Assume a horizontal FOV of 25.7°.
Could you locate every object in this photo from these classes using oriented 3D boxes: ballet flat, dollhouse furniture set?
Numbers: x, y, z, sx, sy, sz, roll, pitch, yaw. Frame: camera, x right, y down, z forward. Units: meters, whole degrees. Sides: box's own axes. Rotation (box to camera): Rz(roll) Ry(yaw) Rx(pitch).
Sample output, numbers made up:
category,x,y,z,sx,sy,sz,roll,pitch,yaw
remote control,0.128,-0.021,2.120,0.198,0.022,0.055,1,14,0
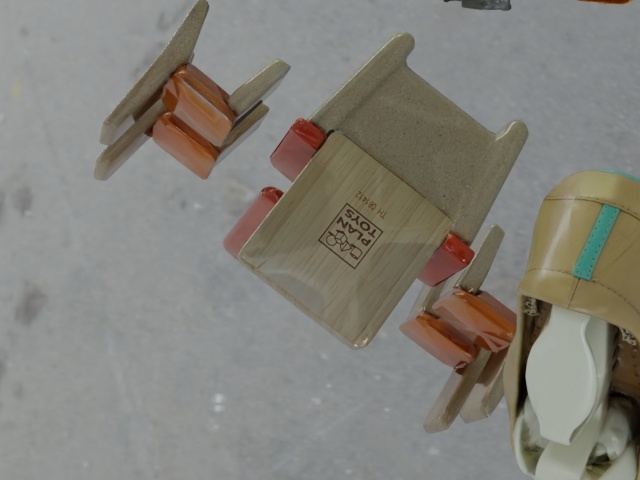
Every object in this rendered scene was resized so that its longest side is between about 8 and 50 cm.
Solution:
category,x,y,z,sx,sy,sz,roll,pitch,yaw
ballet flat,0.107,0.066,0.601,0.080,0.232,0.073,16,54,22
dollhouse furniture set,0.000,0.000,0.740,0.262,0.259,0.135,38,73,-2

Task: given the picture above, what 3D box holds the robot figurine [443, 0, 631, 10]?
category,x,y,z,sx,sy,sz,roll,pitch,yaw
robot figurine,0.167,-0.236,0.999,0.291,0.211,0.085,7,126,21
